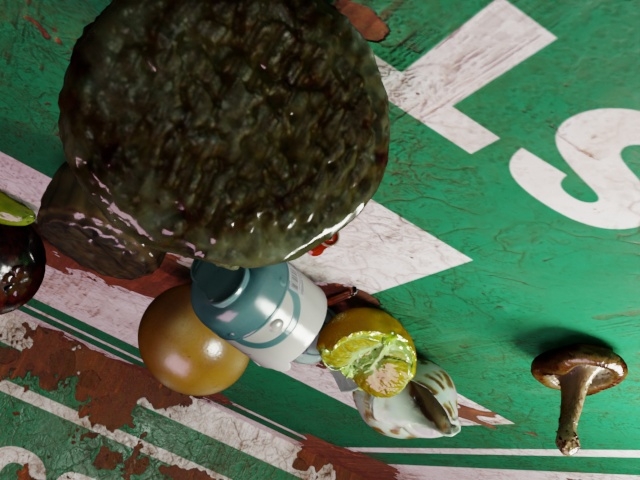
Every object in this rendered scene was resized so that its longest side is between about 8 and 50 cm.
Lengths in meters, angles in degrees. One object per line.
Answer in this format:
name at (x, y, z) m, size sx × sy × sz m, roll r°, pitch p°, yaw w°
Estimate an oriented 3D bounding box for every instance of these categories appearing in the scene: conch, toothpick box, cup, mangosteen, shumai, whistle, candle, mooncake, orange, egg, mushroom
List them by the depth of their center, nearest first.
shumai at (-0.133, -0.152, 1.019) m, size 0.395 × 0.395 × 0.348 m, roll 31°, pitch 176°, yaw -21°
toothpick box at (0.000, 0.000, 1.503) m, size 0.047 × 0.047 × 0.083 m, roll 28°, pitch 157°, yaw -14°
mushroom at (0.486, 0.319, 1.553) m, size 0.148 × 0.217 × 0.227 m, roll 22°, pitch 157°, yaw -2°
mooncake at (-0.451, -0.040, 1.669) m, size 0.290 × 0.161 × 0.290 m, roll 17°, pitch 155°, yaw 8°
cup at (-0.152, 0.114, 1.709) m, size 0.257 × 0.219 × 0.289 m, roll 43°, pitch -179°, yaw -38°
candle at (0.047, 0.126, 1.771) m, size 0.026 × 0.021 × 0.167 m, roll 3°, pitch 164°, yaw -26°
orange at (0.110, 0.236, 1.777) m, size 0.237 × 0.158 × 0.179 m, roll 34°, pitch 134°, yaw -23°
whistle at (-0.017, 0.250, 1.880) m, size 0.290 × 0.163 × 0.163 m, roll 61°, pitch 154°, yaw 4°
conch at (0.196, 0.369, 1.956) m, size 0.368 × 0.197 × 0.249 m, roll 14°, pitch 135°, yaw 25°
egg at (-0.319, 0.259, 2.048) m, size 0.282 × 0.283 × 0.351 m, roll 10°, pitch 157°, yaw 26°
mangosteen at (-0.891, 0.053, 2.120) m, size 0.311 × 0.311 × 0.311 m, roll 18°, pitch 157°, yaw 8°

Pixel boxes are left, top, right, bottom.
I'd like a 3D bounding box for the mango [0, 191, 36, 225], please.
mango at (-0.807, -0.077, 2.009) m, size 0.165 × 0.074 × 0.091 m, roll 21°, pitch 155°, yaw 2°
